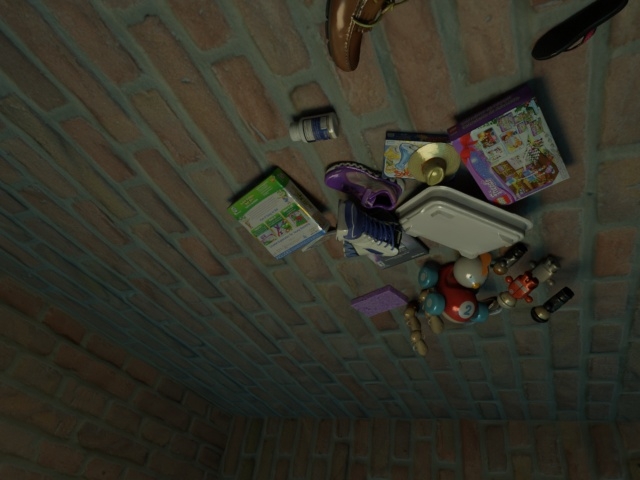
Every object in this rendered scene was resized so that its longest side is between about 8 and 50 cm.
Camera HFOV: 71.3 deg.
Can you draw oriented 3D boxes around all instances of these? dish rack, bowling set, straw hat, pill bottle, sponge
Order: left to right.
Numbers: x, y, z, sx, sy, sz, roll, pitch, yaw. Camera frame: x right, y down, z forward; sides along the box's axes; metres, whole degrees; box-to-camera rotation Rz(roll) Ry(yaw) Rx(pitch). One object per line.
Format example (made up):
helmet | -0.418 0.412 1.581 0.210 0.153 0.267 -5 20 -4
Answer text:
pill bottle | -0.017 -0.289 1.155 0.120 0.067 0.067 -5 140 19
sponge | 0.239 0.250 1.821 0.117 0.031 0.210 35 137 -29
bowling set | 0.383 0.273 1.708 0.199 0.287 0.154 22 151 46
straw hat | 0.297 -0.181 1.168 0.144 0.061 0.145 5 142 4
dish rack | 0.405 -0.037 1.313 0.332 0.073 0.285 21 162 -11

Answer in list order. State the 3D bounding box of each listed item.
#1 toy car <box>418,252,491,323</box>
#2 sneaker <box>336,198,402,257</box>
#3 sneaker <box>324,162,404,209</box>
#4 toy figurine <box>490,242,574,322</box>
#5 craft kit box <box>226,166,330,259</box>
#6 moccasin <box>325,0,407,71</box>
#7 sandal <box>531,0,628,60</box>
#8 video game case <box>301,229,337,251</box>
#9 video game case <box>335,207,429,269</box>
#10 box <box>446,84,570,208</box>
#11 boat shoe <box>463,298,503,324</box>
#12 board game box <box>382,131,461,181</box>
toy car | 0.487 0.136 1.481 0.219 0.210 0.238 12 138 -18
sneaker | 0.150 -0.031 1.329 0.182 0.128 0.315 0 162 12
sneaker | 0.124 -0.146 1.278 0.236 0.105 0.095 13 144 -2
toy figurine | 0.666 0.138 1.430 0.212 0.210 0.148 20 130 -13
craft kit box | -0.136 -0.076 1.421 0.249 0.061 0.246 -28 116 39
moccasin | 0.102 -0.492 0.826 0.146 0.139 0.380 20 133 2
sandal | 0.511 -0.411 0.882 0.040 0.067 0.179 26 139 -38
video game case | 0.000 0.000 1.526 0.087 0.011 0.122 -17 166 -44
video game case | 0.211 -0.005 1.506 0.196 0.026 0.274 -23 132 36
box | 0.473 -0.216 1.114 0.200 0.057 0.293 -26 133 26
boat shoe | 0.610 0.268 1.739 0.183 0.066 0.066 -32 122 29
board game box | 0.271 -0.223 1.200 0.201 0.035 0.136 4 142 7
